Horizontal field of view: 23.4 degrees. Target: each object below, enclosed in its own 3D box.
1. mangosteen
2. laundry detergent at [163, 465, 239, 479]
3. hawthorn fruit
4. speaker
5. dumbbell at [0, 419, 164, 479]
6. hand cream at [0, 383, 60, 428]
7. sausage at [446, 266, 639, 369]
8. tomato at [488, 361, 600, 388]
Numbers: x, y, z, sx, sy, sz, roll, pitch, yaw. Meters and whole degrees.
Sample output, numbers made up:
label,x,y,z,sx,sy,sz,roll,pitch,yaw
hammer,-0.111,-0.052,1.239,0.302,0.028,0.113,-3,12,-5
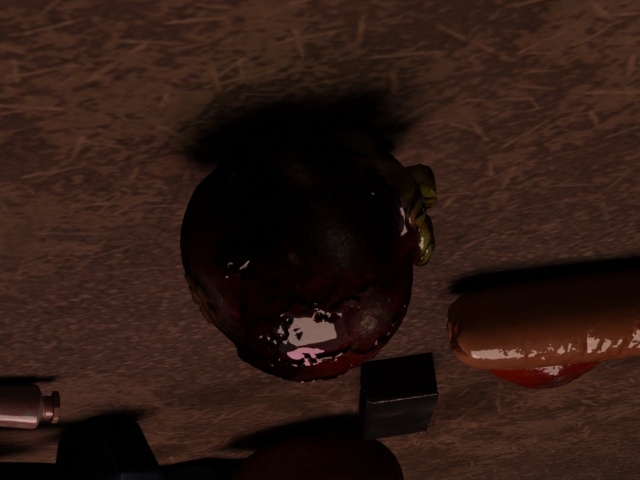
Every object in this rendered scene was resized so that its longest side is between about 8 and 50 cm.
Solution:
label,x,y,z,sx,sy,sz,roll,pitch,yaw
mangosteen,0.000,0.000,1.006,0.180,0.166,0.166,-38,164,-10
laundry detergent,-0.135,0.352,2.074,0.289,0.094,0.143,5,159,-36
hawthorn fruit,-0.022,0.341,1.929,0.262,0.211,0.210,-4,163,11
speaker,0.084,0.181,1.742,0.082,0.044,0.218,-8,162,-3
dumbbell,-0.332,0.266,1.649,0.324,0.160,0.144,7,124,-39
hand cream,-0.356,0.157,1.481,0.209,0.043,0.067,3,163,-17
sausage,0.256,0.070,1.428,0.289,0.086,0.086,-7,162,-9
tomato,0.234,0.112,1.568,0.155,0.069,0.155,-9,161,-3
